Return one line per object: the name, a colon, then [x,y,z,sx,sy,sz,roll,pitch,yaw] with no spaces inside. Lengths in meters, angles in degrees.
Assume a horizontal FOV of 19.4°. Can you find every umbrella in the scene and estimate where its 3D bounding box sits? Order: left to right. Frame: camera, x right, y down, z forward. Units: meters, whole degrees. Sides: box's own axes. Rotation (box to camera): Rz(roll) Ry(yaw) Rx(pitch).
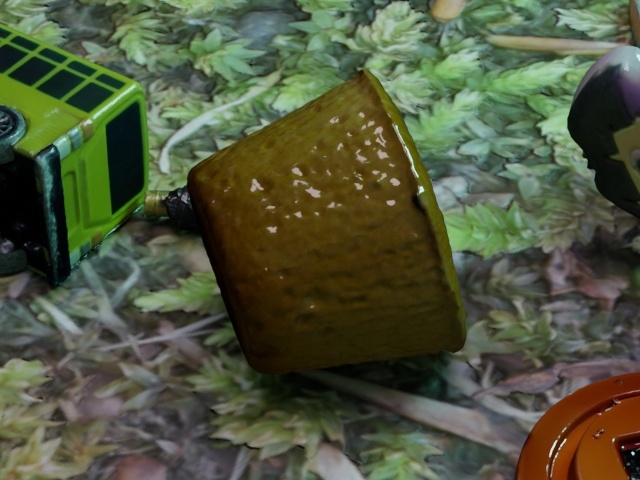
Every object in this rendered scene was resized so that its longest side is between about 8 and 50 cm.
umbrella: [-0.059,-0.025,1.386,0.144,0.040,0.037,2,53,5]

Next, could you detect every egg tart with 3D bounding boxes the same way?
egg tart: [0.000,0.000,1.247,0.147,0.202,0.202,-19,43,-7]

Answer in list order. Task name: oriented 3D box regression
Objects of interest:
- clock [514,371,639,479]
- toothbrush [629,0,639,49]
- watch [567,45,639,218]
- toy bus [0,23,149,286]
clock: [0.223,0.157,1.162,0.205,0.051,0.205,-1,41,1]
toothbrush: [0.269,-0.093,1.465,0.028,0.037,0.375,33,34,-23]
watch: [0.317,-0.125,1.318,0.244,0.196,0.231,-20,30,43]
toy bus: [-0.264,-0.088,1.395,0.262,0.128,0.150,25,46,24]
